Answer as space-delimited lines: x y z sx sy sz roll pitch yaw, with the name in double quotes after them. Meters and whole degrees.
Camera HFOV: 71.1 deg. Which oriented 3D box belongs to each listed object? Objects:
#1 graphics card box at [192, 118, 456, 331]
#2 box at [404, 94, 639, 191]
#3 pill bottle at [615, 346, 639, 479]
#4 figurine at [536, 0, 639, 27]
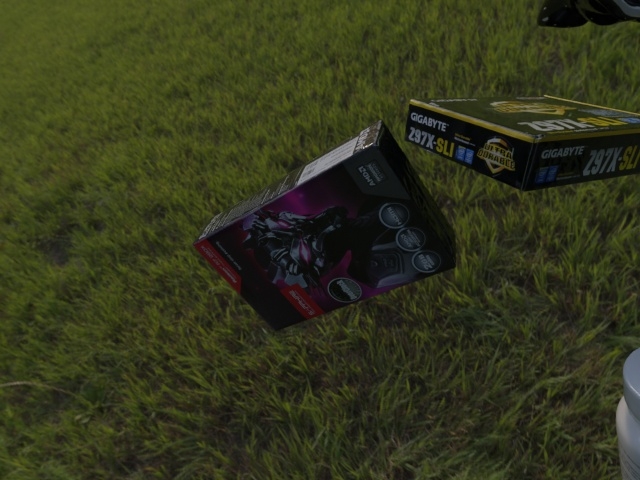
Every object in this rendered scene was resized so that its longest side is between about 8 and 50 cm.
0.000 0.000 0.726 0.371 0.233 0.094 -24 26 29 "graphics card box"
0.340 -0.170 0.709 0.322 0.079 0.257 -10 31 -24 "box"
0.468 0.276 0.560 0.160 0.283 0.160 -18 21 7 "pill bottle"
0.347 -0.322 0.474 0.215 0.092 0.209 -44 9 18 "figurine"
